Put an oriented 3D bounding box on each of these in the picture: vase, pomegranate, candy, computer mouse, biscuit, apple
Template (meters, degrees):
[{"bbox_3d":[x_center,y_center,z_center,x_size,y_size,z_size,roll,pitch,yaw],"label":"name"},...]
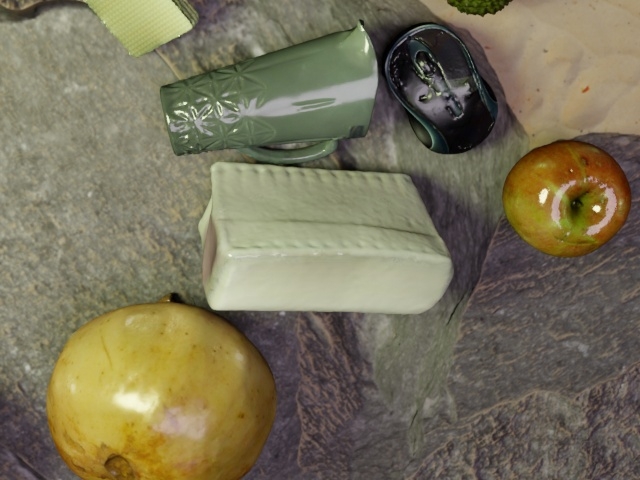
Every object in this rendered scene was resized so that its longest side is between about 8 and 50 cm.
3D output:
[{"bbox_3d":[-0.073,-0.194,1.437,0.301,0.156,0.251,-12,143,-5],"label":"vase"},{"bbox_3d":[-0.234,0.227,1.497,0.338,0.338,0.338,-7,116,-14],"label":"pomegranate"},{"bbox_3d":[0.000,0.003,1.495,0.359,0.208,0.145,2,133,-19],"label":"candy"},{"bbox_3d":[0.189,-0.222,1.519,0.137,0.096,0.233,-40,120,4],"label":"computer mouse"},{"bbox_3d":[-0.266,-0.345,1.325,0.121,0.040,0.199,-18,126,34],"label":"biscuit"},{"bbox_3d":[0.394,-0.069,1.609,0.196,0.196,0.195,-7,116,-14],"label":"apple"}]

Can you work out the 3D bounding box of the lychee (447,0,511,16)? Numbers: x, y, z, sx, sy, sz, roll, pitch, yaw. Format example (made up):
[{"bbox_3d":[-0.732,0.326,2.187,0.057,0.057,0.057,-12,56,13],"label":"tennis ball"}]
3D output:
[{"bbox_3d":[0.227,-0.399,1.419,0.171,0.171,0.171,-7,116,-14],"label":"lychee"}]
